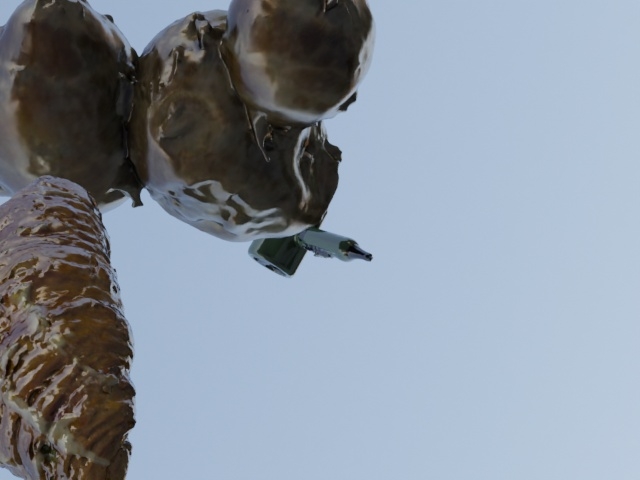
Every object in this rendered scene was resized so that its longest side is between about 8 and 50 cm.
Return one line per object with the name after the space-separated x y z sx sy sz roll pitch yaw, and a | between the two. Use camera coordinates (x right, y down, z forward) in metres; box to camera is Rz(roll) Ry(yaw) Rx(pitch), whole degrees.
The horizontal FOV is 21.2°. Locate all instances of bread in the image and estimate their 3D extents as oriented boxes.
-0.143 0.044 0.843 0.076 0.233 0.105 16 -59 -24 | bread

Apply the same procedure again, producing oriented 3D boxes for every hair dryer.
0.000 0.000 1.438 0.047 0.150 0.071 34 -100 -32 | hair dryer

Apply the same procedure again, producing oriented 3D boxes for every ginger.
-0.134 -0.106 1.340 0.256 0.375 0.176 73 -162 -49 | ginger
